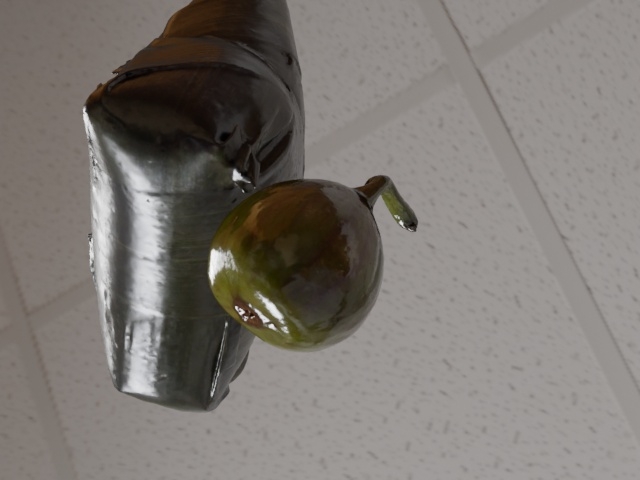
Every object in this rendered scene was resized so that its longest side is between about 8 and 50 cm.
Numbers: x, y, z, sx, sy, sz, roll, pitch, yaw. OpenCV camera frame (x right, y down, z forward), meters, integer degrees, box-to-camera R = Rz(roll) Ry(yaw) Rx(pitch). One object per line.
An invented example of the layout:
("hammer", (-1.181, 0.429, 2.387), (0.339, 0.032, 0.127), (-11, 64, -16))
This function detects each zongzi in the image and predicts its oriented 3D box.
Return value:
("zongzi", (-0.112, -0.074, 1.391), (0.207, 0.403, 0.432), (10, -143, 4))

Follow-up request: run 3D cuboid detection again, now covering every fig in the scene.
("fig", (0.002, 0.005, 1.082), (0.186, 0.148, 0.142), (-47, -160, -10))
